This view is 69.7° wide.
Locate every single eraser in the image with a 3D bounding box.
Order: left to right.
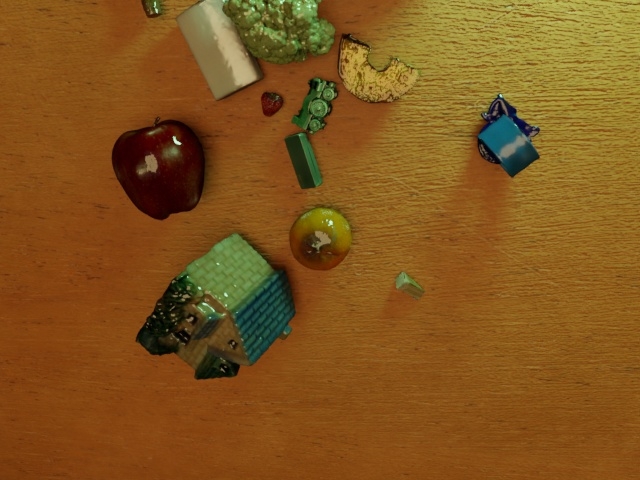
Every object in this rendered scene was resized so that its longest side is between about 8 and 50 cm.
[{"bbox_3d":[-0.310,-0.595,1.427,0.174,0.095,0.270,-19,106,21],"label":"eraser"}]

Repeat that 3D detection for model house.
[{"bbox_3d":[-0.335,0.293,1.594,0.400,0.395,0.445,40,120,-1],"label":"model house"}]

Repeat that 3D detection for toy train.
[{"bbox_3d":[-0.014,-0.430,1.463,0.104,0.071,0.178,29,114,8],"label":"toy train"}]

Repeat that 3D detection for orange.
[{"bbox_3d":[0.000,0.000,1.569,0.224,0.170,0.224,3,111,9],"label":"orange"}]

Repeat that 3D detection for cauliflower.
[{"bbox_3d":[-0.106,-0.640,1.291,0.327,0.260,0.281,0,119,-29],"label":"cauliflower"}]

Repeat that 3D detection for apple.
[{"bbox_3d":[-0.520,-0.237,1.502,0.288,0.288,0.317,-3,118,9],"label":"apple"}]

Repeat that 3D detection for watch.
[{"bbox_3d":[0.552,-0.296,1.362,0.196,0.200,0.171,37,115,-10],"label":"watch"}]

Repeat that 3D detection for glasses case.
[{"bbox_3d":[-0.056,-0.264,1.528,0.078,0.039,0.184,-1,115,43],"label":"glasses case"}]

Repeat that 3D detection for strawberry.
[{"bbox_3d":[-0.159,-0.436,1.483,0.073,0.073,0.083,19,126,1],"label":"strawberry"}]

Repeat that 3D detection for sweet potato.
[{"bbox_3d":[-0.547,-0.825,1.393,0.059,0.067,0.281,-20,105,-24],"label":"sweet potato"}]

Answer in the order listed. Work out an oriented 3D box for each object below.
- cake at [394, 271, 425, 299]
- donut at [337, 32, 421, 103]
[{"bbox_3d":[0.326,0.166,1.662,0.121,0.065,0.052,32,114,-29],"label":"cake"},{"bbox_3d":[0.154,-0.501,1.392,0.259,0.101,0.152,26,113,-3],"label":"donut"}]
